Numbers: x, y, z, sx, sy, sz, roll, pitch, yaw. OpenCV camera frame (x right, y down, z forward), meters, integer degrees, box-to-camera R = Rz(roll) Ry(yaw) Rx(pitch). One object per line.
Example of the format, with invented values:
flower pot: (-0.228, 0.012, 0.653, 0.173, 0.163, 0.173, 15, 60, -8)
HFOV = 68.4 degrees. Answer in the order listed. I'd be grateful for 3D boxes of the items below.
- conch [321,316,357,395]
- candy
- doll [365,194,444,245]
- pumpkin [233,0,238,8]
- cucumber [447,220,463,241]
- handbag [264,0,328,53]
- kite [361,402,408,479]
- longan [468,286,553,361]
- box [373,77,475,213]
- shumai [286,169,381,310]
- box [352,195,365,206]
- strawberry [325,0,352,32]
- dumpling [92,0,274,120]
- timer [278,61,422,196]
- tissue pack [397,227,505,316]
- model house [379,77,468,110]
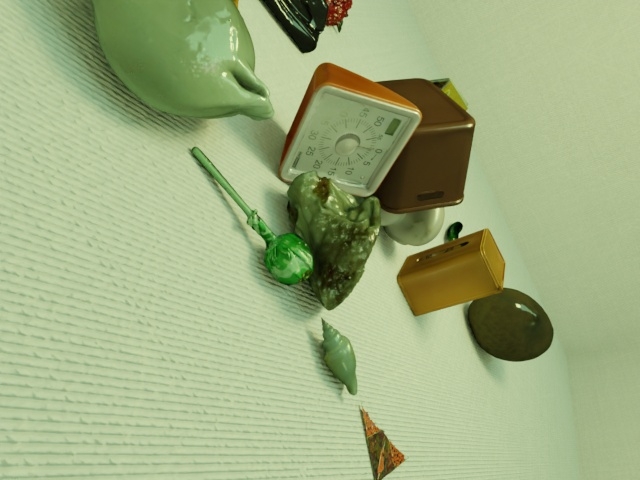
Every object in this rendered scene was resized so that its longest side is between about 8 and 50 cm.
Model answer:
conch: (0.034, 0.237, 0.980, 0.065, 0.088, 0.180, -24, 102, -17)
candy: (-0.131, -0.046, 0.889, 0.323, 0.097, 0.097, 50, 34, -13)
doll: (0.233, -0.092, 1.374, 0.251, 0.221, 0.221, 49, 24, 21)
pumpkin: (-0.219, -0.575, 1.106, 0.101, 0.035, 0.073, 37, 45, -45)
cucumber: (0.575, -0.040, 2.014, 0.056, 0.056, 0.284, 65, 26, -5)
handbag: (-0.084, -0.708, 1.365, 0.275, 0.088, 0.244, 45, 41, -36)
kite: (0.131, 0.471, 1.026, 0.222, 0.008, 0.125, 54, 34, -24)
longan: (0.731, 0.326, 1.824, 0.350, 0.288, 0.289, 40, 40, -26)
box: (0.237, -0.270, 1.273, 0.339, 0.239, 0.230, -113, -163, -49)
shumai: (0.000, 0.000, 1.000, 0.203, 0.222, 0.272, 20, 55, -6)
box: (0.046, -0.186, 1.270, 0.210, 0.045, 0.271, 11, 62, -55)
strawberry: (0.025, -0.854, 1.603, 0.286, 0.106, 0.188, 35, 43, -43)
dumpling: (-0.218, -0.330, 0.784, 0.321, 0.211, 0.270, 69, 26, -20)
timer: (0.063, -0.236, 1.064, 0.249, 0.258, 0.161, 19, 41, -13)
tissue pack: (0.398, 0.092, 1.428, 0.145, 0.274, 0.194, 63, 30, -9)
model house: (0.293, -0.480, 1.575, 0.300, 0.323, 0.341, 34, 44, -45)
